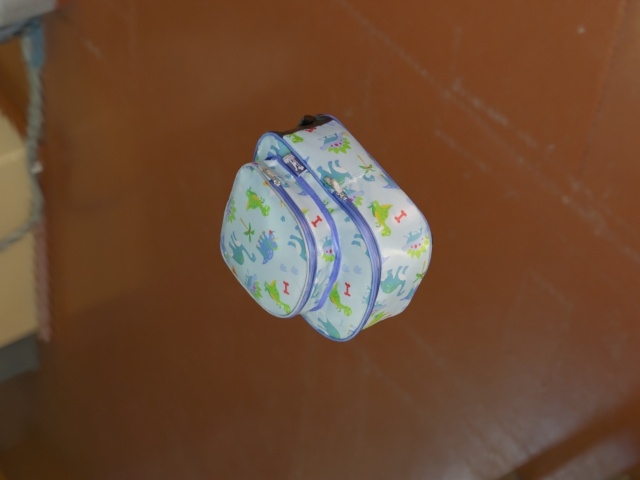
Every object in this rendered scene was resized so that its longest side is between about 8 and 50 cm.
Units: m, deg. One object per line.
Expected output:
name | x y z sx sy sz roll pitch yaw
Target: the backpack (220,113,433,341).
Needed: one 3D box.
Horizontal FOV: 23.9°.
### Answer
backpack | 0.000 0.000 0.877 0.114 0.084 0.105 44 138 24
